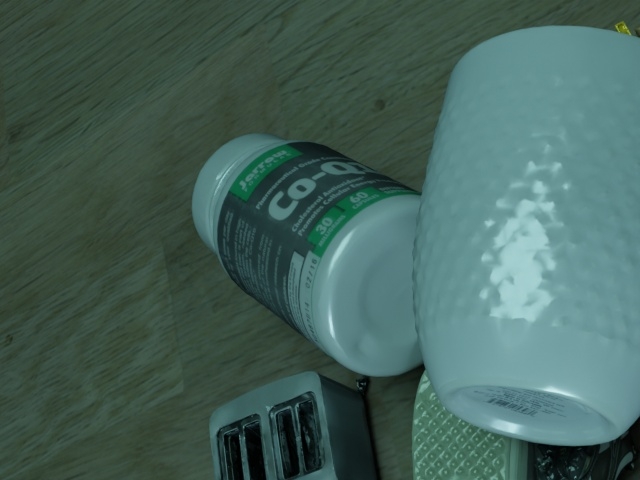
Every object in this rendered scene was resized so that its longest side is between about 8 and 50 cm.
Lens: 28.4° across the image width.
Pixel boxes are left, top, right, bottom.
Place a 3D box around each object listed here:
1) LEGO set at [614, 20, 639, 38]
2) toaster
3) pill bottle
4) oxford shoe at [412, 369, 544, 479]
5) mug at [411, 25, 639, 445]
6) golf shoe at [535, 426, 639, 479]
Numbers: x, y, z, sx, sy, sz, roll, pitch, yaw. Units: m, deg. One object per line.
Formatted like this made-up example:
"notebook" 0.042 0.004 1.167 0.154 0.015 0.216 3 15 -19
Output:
"LEGO set" 0.301 -0.147 1.445 0.132 0.107 0.287 27 79 6
"toaster" -0.027 0.248 1.454 0.168 0.110 0.186 -24 56 23
"pill bottle" 0.000 0.000 1.462 0.204 0.204 0.361 -57 36 -1
"oxford shoe" 0.154 0.329 1.274 0.169 0.130 0.449 -4 66 31
"mug" 0.265 0.030 1.204 0.276 0.374 0.328 -29 42 59
"golf shoe" 0.284 0.189 1.295 0.077 0.094 0.198 -21 31 49
